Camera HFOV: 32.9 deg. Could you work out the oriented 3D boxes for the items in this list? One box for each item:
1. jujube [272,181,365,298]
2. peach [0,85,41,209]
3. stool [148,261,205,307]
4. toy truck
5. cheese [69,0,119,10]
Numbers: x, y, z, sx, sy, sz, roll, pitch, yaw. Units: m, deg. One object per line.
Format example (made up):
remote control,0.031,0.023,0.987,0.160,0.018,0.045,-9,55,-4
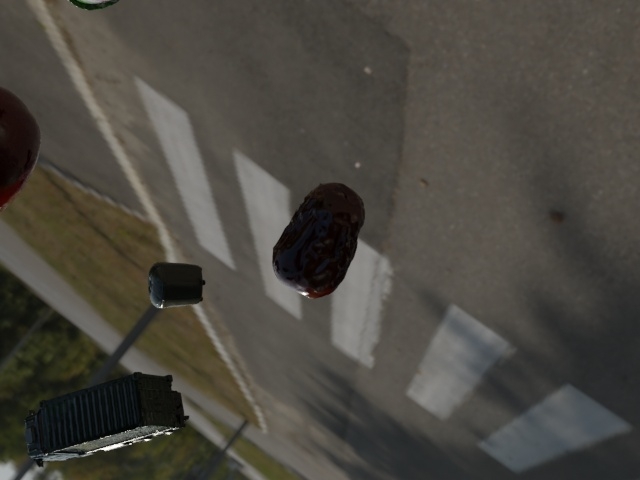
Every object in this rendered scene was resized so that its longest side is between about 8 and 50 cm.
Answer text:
jujube,0.000,0.000,2.120,0.155,0.230,0.155,23,-156,-11
peach,-0.545,-0.131,1.679,0.199,0.243,0.243,49,178,38
stool,-0.295,0.090,2.222,0.110,0.096,0.096,0,-178,-21
toy truck,-0.323,0.264,1.588,0.259,0.088,0.121,-20,161,27
cheese,-0.283,-0.444,1.598,0.083,0.320,0.203,29,124,27
